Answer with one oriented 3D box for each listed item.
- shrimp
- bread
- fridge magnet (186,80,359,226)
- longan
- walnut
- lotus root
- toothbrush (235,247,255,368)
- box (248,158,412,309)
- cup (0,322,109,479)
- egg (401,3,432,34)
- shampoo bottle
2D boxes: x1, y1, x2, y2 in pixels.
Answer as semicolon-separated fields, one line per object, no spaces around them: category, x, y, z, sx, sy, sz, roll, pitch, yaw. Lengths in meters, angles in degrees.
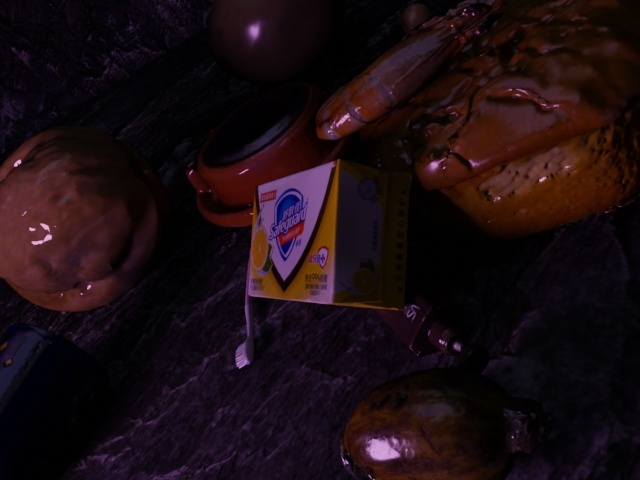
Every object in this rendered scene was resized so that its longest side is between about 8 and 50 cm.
shrimp;0.107;-0.222;0.811;0.287;0.063;0.152;-33;16;21
bread;0.247;-0.174;0.846;0.398;0.215;0.398;-26;32;18
fridge magnet;-0.090;-0.170;1.221;0.364;0.155;0.363;-25;34;18
longan;-0.113;-0.590;1.645;0.405;0.336;0.404;-23;45;25
walnut;-0.491;-0.047;1.303;0.384;0.383;0.383;-25;32;17
lotus root;0.108;0.175;0.591;0.210;0.120;0.120;-20;34;29
toothbrush;-0.112;0.092;1.016;0.025;0.020;0.286;-32;30;19
box;0.000;0.000;0.821;0.265;0.097;0.168;-2;84;63
cup;-0.465;0.303;0.988;0.179;0.255;0.256;18;53;9
egg;0.217;-0.493;1.449;0.071;0.071;0.083;-13;52;33
shampoo bottle;0.113;0.086;0.757;0.067;0.068;0.236;1;19;-25
